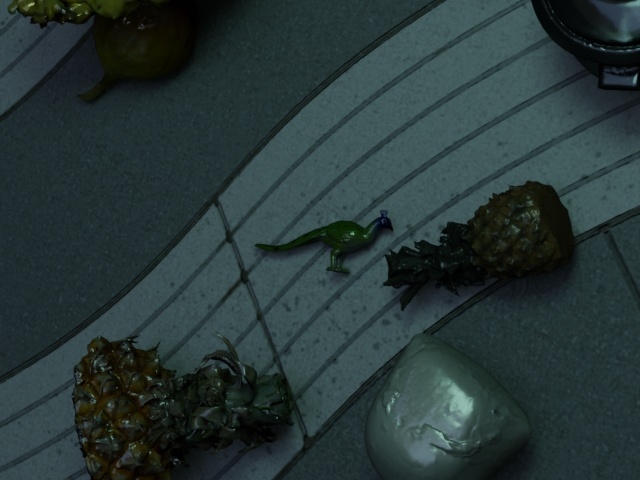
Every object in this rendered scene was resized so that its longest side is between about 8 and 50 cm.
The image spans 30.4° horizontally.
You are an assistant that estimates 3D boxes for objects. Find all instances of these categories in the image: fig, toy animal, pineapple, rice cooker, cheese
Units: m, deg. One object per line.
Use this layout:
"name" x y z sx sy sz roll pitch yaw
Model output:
"fig" -0.301 -0.297 1.820 0.257 0.159 0.159 -41 67 32
"toy animal" 0.003 0.016 1.672 0.216 0.041 0.075 -15 75 26
"pineapple" 0.201 0.011 1.544 0.248 0.128 0.128 -21 74 27
"rice cooker" 0.389 -0.313 1.441 0.241 0.227 0.281 8 85 26
"pineapple" -0.170 0.234 1.635 0.271 0.262 0.263 -10 78 11
"cheese" 0.148 0.241 1.505 0.198 0.154 0.189 39 79 28

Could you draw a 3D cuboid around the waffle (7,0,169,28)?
"waffle" -0.273 -0.441 1.736 0.382 0.095 0.380 -7 41 22
